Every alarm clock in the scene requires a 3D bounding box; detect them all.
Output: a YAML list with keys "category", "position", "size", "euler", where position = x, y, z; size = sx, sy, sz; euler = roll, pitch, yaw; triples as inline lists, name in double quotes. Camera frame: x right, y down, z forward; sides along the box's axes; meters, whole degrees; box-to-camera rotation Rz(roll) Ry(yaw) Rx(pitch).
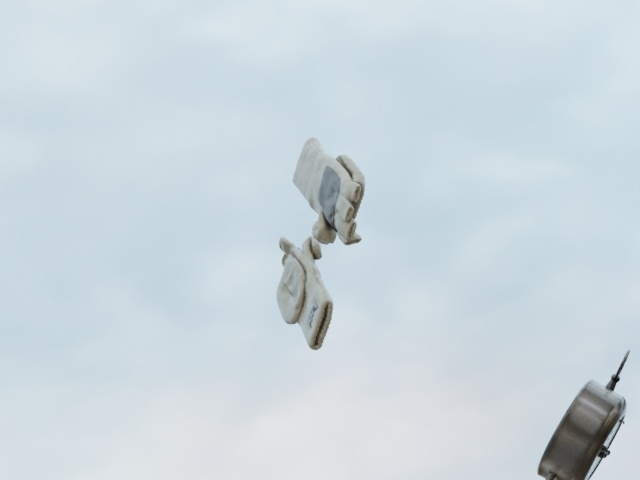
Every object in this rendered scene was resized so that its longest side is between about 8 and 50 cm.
- category: "alarm clock"
  position: [0.316, 0.212, 1.776]
  size: [0.064, 0.192, 0.129]
  euler: [26, -2, 17]

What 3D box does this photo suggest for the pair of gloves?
- category: "pair of gloves"
  position: [0.000, 0.000, 1.980]
  size: [0.042, 0.204, 0.240]
  euler: [8, -75, -23]
